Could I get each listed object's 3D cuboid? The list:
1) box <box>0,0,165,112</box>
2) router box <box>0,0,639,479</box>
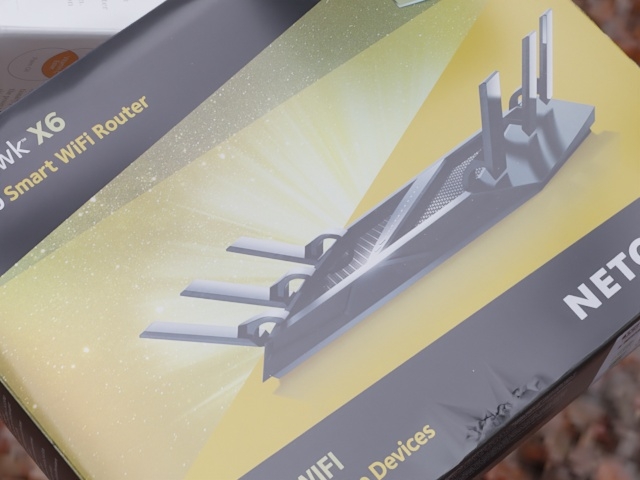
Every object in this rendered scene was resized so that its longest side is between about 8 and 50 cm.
[{"bbox_3d":[-0.143,-0.175,1.372,0.345,0.215,0.168,-1,69,-28],"label":"box"},{"bbox_3d":[0.000,0.000,0.809,0.309,0.081,0.243,-38,73,-18],"label":"router box"}]
